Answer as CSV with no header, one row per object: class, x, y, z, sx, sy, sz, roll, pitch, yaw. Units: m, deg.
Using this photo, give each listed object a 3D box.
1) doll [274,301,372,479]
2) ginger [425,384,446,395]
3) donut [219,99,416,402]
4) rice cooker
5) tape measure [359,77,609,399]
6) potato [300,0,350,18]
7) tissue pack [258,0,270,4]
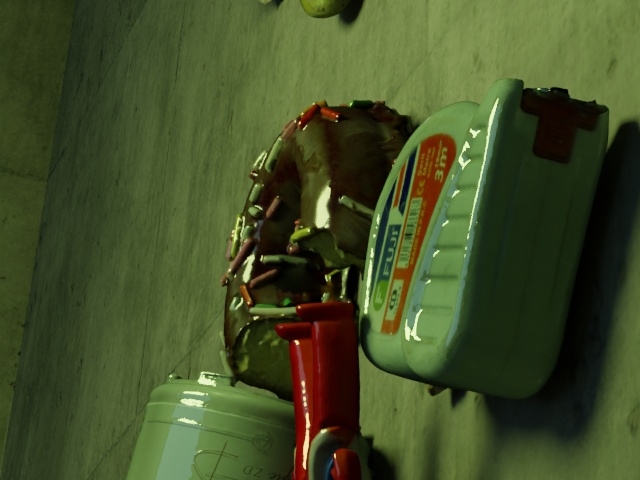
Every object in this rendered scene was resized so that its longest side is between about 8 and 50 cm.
doll,0.010,0.249,1.550,0.188,0.099,0.384,124,140,-75
ginger,0.092,0.064,1.651,0.096,0.067,0.165,-22,52,41
donut,-0.003,-0.016,1.903,0.345,0.136,0.259,128,148,-48
rice cooker,-0.079,0.261,1.743,0.280,0.241,0.227,57,-134,-70
tape measure,0.134,0.003,1.485,0.246,0.125,0.243,179,105,-70
potato,0.012,-0.352,2.202,0.105,0.085,0.188,-27,46,64
tissue pack,-0.114,-0.486,2.504,0.124,0.201,0.271,132,150,-61
